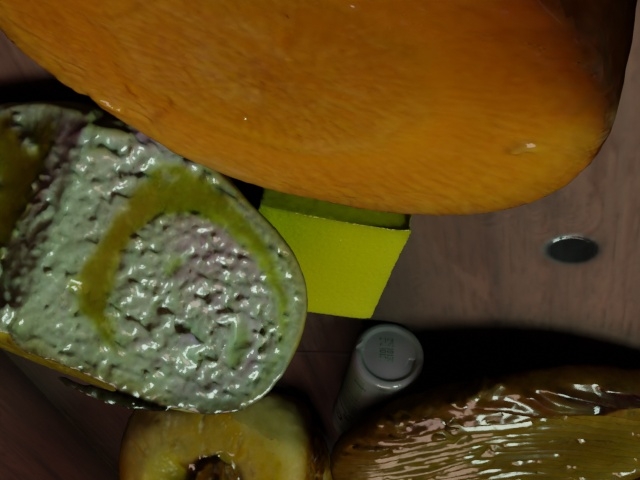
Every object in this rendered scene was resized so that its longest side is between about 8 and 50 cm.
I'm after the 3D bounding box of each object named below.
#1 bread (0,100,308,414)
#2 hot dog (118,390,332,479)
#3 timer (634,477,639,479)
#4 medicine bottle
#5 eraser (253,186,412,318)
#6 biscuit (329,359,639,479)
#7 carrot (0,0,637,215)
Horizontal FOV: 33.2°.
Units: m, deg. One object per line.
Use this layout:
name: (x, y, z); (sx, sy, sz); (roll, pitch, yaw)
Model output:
bread: (-0.144, 0.008, 0.660); (0.260, 0.158, 0.156); (24, 170, -13)
hot dog: (-0.074, 0.313, 1.061); (0.185, 0.223, 0.405); (1, 148, 15)
timer: (0.302, 0.348, 1.090); (0.257, 0.161, 0.250); (-18, 142, 28)
medicine bottle: (0.041, 0.136, 0.905); (0.057, 0.058, 0.199); (9, 150, -3)
eraser: (0.000, 0.000, 0.701); (0.097, 0.045, 0.122); (10, 148, -5)
biscuit: (0.165, 0.179, 0.907); (0.317, 0.040, 0.318); (-5, 151, -3)
carrot: (-0.014, -0.117, 0.482); (0.307, 0.100, 0.258); (14, 151, 3)
